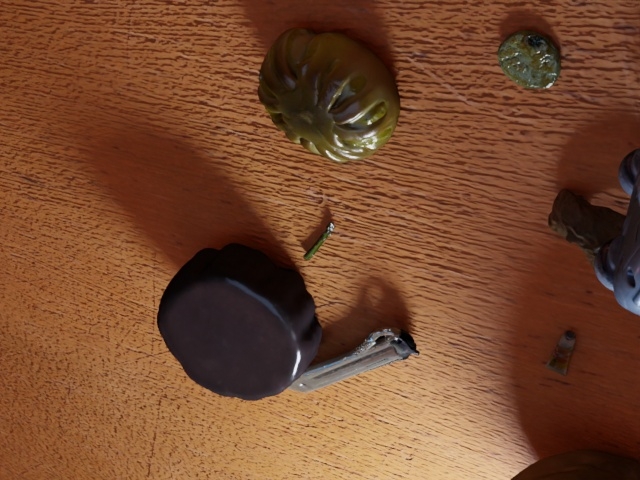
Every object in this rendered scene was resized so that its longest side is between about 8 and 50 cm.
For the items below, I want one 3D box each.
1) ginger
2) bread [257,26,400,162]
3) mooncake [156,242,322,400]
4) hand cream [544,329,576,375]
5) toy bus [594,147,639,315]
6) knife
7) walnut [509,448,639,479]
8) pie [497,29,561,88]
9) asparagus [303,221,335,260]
[{"bbox_3d":[0.423,-0.012,1.478,0.290,0.084,0.122,6,112,32],"label":"ginger"},{"bbox_3d":[0.005,-0.195,1.614,0.213,0.105,0.213,20,138,19],"label":"bread"},{"bbox_3d":[-0.132,0.134,1.976,0.283,0.141,0.283,13,128,17],"label":"mooncake"},{"bbox_3d":[0.364,0.171,1.738,0.035,0.022,0.102,22,141,12],"label":"hand cream"},{"bbox_3d":[0.456,-0.039,1.292,0.232,0.294,0.197,18,150,6],"label":"toy bus"},{"bbox_3d":[0.042,0.206,1.984,0.089,0.043,0.365,36,144,-20],"label":"knife"},{"bbox_3d":[0.415,0.507,1.764,0.383,0.383,0.383,20,135,21],"label":"walnut"},{"bbox_3d":[0.265,-0.227,1.458,0.085,0.017,0.085,19,134,21],"label":"pie"},{"bbox_3d":[0.000,0.000,1.855,0.014,0.015,0.114,52,140,13],"label":"asparagus"}]
